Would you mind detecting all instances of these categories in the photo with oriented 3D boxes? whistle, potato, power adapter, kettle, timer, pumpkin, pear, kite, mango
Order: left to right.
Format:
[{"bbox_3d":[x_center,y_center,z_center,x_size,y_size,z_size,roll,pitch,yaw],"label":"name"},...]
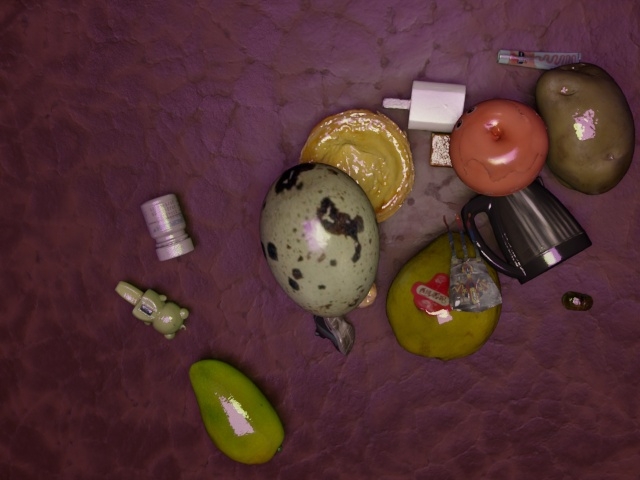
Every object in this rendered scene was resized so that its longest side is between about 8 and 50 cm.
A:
[{"bbox_3d":[-0.474,0.188,2.037,0.227,0.085,0.105,33,101,-1],"label":"whistle"},{"bbox_3d":[-0.245,0.475,2.024,0.192,0.156,0.343,-37,90,2],"label":"mango"},{"bbox_3d":[0.257,-0.342,1.845,0.205,0.130,0.125,6,100,7],"label":"power adapter"},{"bbox_3d":[0.324,0.133,1.854,0.287,0.287,0.375,22,71,2],"label":"pear"},{"bbox_3d":[0.350,0.053,1.734,0.141,0.015,0.245,-5,77,-22],"label":"kite"},{"bbox_3d":[0.418,-0.220,1.712,0.230,0.215,0.229,-2,82,13],"label":"timer"},{"bbox_3d":[0.506,-0.041,1.840,0.251,0.207,0.271,-31,78,13],"label":"kettle"},{"bbox_3d":[0.687,0.164,1.931,0.083,0.028,0.050,4,98,2],"label":"pumpkin"},{"bbox_3d":[0.639,-0.268,1.755,0.221,0.243,0.326,-15,96,5],"label":"potato"}]

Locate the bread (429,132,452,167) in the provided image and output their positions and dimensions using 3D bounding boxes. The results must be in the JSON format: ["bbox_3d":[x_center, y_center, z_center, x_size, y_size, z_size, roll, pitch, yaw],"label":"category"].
[{"bbox_3d":[0.335,-0.235,1.901,0.094,0.035,0.090,4,100,6],"label":"bread"}]

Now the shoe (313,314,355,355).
[{"bbox_3d":[0.026,0.246,1.999,0.099,0.071,0.169,-3,127,36],"label":"shoe"}]

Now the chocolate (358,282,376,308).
[{"bbox_3d":[0.008,0.088,1.946,0.309,0.134,0.134,25,101,7],"label":"chocolate"}]

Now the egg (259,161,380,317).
[{"bbox_3d":[0.000,0.000,1.750,0.288,0.287,0.379,-6,106,7],"label":"egg"}]

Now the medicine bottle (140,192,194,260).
[{"bbox_3d":[-0.418,-0.037,1.984,0.105,0.105,0.168,-17,97,9],"label":"medicine bottle"}]

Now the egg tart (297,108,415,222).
[{"bbox_3d":[0.095,-0.187,1.895,0.315,0.120,0.314,1,100,8],"label":"egg tart"}]

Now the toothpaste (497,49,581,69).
[{"bbox_3d":[0.555,-0.457,1.842,0.205,0.036,0.056,6,98,2],"label":"toothpaste"}]
